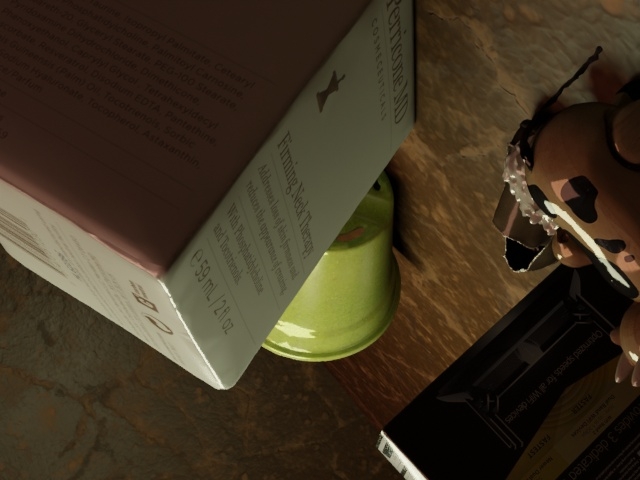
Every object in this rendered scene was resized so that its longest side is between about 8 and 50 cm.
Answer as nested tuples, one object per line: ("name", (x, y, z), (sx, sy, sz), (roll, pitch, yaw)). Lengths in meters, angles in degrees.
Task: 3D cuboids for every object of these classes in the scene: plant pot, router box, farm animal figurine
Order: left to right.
("plant pot", (0.000, 0.000, 1.496), (0.276, 0.276, 0.254), (45, 155, 18))
("router box", (0.245, 0.173, 0.972), (0.243, 0.309, 0.081), (46, 164, 16))
("farm animal figurine", (0.267, 0.016, 0.748), (0.327, 0.172, 0.330), (47, 167, 10))

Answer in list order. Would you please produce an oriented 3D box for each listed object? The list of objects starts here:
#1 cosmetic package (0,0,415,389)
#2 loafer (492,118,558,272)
("cosmetic package", (-0.139, -0.127, 1.072), (0.327, 0.394, 0.329), (29, 161, 18))
("loafer", (0.212, -0.030, 1.018), (0.080, 0.078, 0.220), (41, 165, 34))
